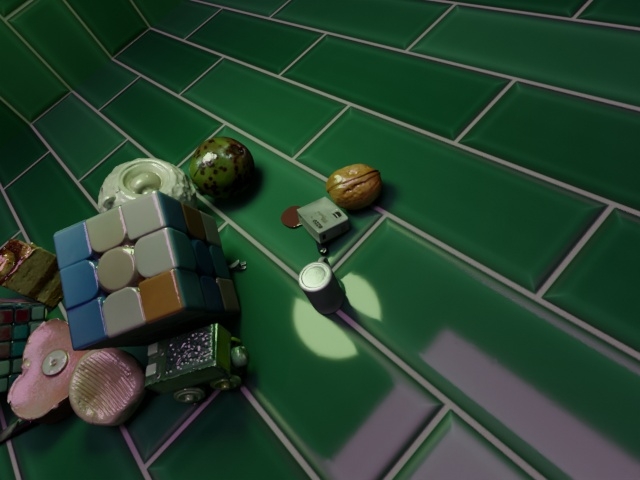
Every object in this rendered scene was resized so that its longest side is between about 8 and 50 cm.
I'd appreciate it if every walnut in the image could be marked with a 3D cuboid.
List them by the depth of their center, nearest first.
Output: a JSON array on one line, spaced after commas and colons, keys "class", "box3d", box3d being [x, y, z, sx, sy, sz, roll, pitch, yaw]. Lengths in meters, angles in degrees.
[{"class": "walnut", "box3d": [0.112, -0.171, 1.439, 0.180, 0.144, 0.144, -25, 49, -1]}]

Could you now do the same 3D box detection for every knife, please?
[{"class": "knife", "box3d": [0.000, 0.000, 1.440, 0.031, 0.018, 0.121, -27, 48, 14]}, {"class": "knife", "box3d": [-1.006, 0.619, 1.462, 0.230, 0.028, 0.060, -31, 37, 6]}]

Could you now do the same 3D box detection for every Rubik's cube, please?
[{"class": "Rubik's cube", "box3d": [-0.488, 0.103, 1.315, 0.347, 0.346, 0.344, -21, 76, 8]}, {"class": "Rubik's cube", "box3d": [-1.128, 0.350, 1.481, 0.293, 0.287, 0.291, -2, 84, 25]}]

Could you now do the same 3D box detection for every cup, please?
[{"class": "cup", "box3d": [-0.002, 0.120, 1.277, 0.099, 0.133, 0.136, -26, 49, 1]}]

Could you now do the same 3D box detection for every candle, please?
[{"class": "candle", "box3d": [-0.816, 0.413, 1.458, 0.287, 0.131, 0.316, -11, 61, 8]}]

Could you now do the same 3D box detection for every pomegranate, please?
[{"class": "pomegranate", "box3d": [-0.398, -0.256, 1.684, 0.306, 0.242, 0.242, -16, 50, 25]}]

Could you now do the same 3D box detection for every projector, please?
[{"class": "projector", "box3d": [0.008, -0.065, 1.444, 0.115, 0.061, 0.147, -28, 46, -16]}]

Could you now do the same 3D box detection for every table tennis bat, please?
[{"class": "table tennis bat", "box3d": [-0.072, -0.072, 1.533, 0.156, 0.013, 0.087, 27, 68, 39]}]

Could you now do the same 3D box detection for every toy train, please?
[{"class": "toy train", "box3d": [-0.334, 0.337, 1.238, 0.272, 0.188, 0.159, -20, 49, 14]}]

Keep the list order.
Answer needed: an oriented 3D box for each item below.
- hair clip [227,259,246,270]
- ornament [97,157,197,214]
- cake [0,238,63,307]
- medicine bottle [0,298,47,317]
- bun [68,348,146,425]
[{"class": "hair clip", "box3d": [-0.306, 0.087, 1.510, 0.115, 0.039, 0.030, -15, 46, 18]}, {"class": "ornament", "box3d": [-0.613, -0.120, 1.625, 0.337, 0.337, 0.337, -13, 52, 17]}, {"class": "cake", "box3d": [-1.113, 0.106, 1.712, 0.196, 0.293, 0.198, 15, 68, 33]}, {"class": "medicine bottle", "box3d": [-1.152, 0.277, 1.719, 0.252, 0.114, 0.114, -4, 55, 24]}, {"class": "bun", "box3d": [-0.617, 0.427, 1.335, 0.231, 0.133, 0.231, 1, 77, -3]}]
